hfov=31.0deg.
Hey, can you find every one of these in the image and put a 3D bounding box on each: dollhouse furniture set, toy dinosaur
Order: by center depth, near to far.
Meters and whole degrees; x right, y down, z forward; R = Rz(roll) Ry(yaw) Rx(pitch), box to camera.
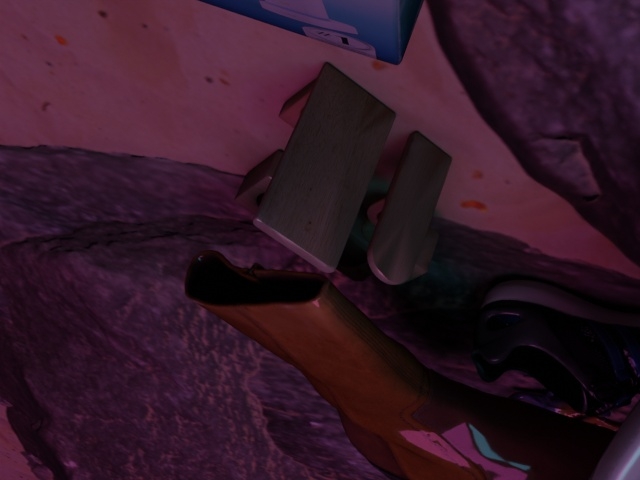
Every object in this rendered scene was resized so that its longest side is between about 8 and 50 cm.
[{"bbox_3d":[0.000,0.000,0.760,0.144,0.123,0.151,34,146,-19],"label":"dollhouse furniture set"},{"bbox_3d":[0.193,0.142,0.940,0.090,0.047,0.082,31,167,-34],"label":"toy dinosaur"}]

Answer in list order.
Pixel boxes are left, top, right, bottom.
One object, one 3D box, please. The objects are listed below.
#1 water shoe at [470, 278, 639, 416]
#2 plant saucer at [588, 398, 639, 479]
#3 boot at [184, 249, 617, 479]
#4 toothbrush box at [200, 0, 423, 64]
[{"bbox_3d":[0.206,0.093,0.816,0.203,0.080,0.073,15,149,11],"label":"water shoe"},{"bbox_3d":[0.304,0.148,0.689,0.400,0.100,0.401,-8,118,-15],"label":"plant saucer"},{"bbox_3d":[0.077,0.096,0.767,0.264,0.096,0.280,15,155,48],"label":"boot"},{"bbox_3d":[-0.053,-0.172,0.408,0.216,0.126,0.295,19,-178,5],"label":"toothbrush box"}]
